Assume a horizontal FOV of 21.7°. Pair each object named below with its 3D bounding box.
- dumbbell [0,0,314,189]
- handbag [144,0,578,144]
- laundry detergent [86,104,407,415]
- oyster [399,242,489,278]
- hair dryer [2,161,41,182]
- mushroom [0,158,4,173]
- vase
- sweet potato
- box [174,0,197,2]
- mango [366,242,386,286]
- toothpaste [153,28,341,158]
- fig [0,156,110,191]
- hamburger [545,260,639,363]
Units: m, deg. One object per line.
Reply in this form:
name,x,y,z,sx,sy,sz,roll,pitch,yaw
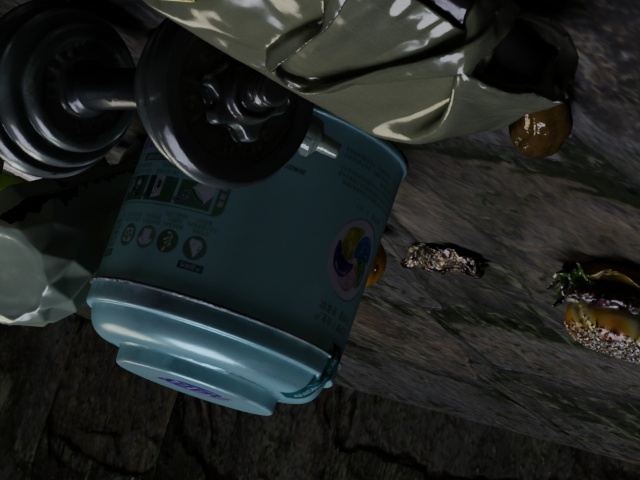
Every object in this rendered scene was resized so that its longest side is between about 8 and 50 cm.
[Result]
dumbbell,-0.169,-0.139,1.532,0.179,0.179,0.406,29,165,-39
handbag,0.026,-0.164,1.275,0.316,0.109,0.253,30,161,-22
laundry detergent,-0.087,0.017,1.803,0.287,0.305,0.287,18,169,4
oyster,0.160,0.030,2.157,0.086,0.029,0.132,22,166,-17
hair dryer,-0.403,-0.182,1.902,0.304,0.120,0.359,33,156,-7
mushroom,-0.502,-0.156,1.719,0.325,0.353,0.353,58,165,0
vase,-0.274,-0.021,1.949,0.165,0.165,0.360,15,-157,18
sweet potato,0.189,-0.106,1.423,0.053,0.054,0.182,9,165,5
box,-0.199,-0.271,1.149,0.153,0.041,0.279,11,151,39
mango,0.000,0.000,2.153,0.184,0.085,0.102,26,175,18
toothpaste,-0.077,-0.139,1.662,0.218,0.041,0.064,28,138,-3
fig,-0.354,-0.090,2.150,0.234,0.167,0.167,-6,170,-5
hamburger,0.349,0.087,1.959,0.190,0.093,0.164,23,169,-9
